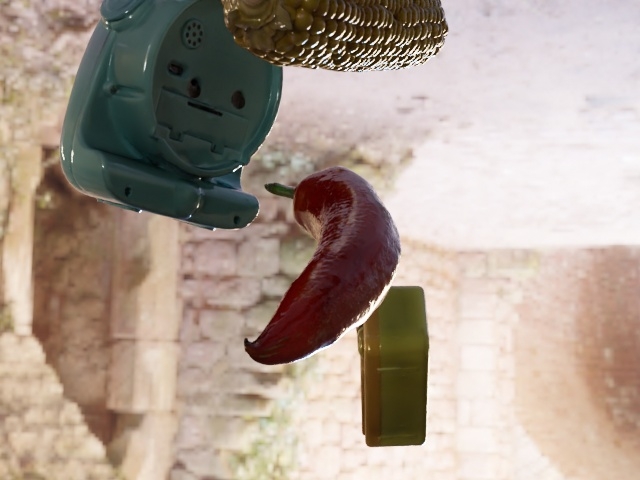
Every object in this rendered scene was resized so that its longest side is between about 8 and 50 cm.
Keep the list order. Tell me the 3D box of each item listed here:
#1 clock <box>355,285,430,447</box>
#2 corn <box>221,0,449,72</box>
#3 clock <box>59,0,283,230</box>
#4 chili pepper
[{"bbox_3d":[0.097,0.169,1.591,0.096,0.143,0.202,-3,128,0],"label":"clock"},{"bbox_3d":[0.019,-0.172,0.897,0.091,0.091,0.260,46,-157,22],"label":"corn"},{"bbox_3d":[-0.130,-0.155,1.170,0.094,0.274,0.223,16,-177,40],"label":"clock"},{"bbox_3d":[0.007,0.002,1.098,0.137,0.092,0.368,1,-159,0],"label":"chili pepper"}]
